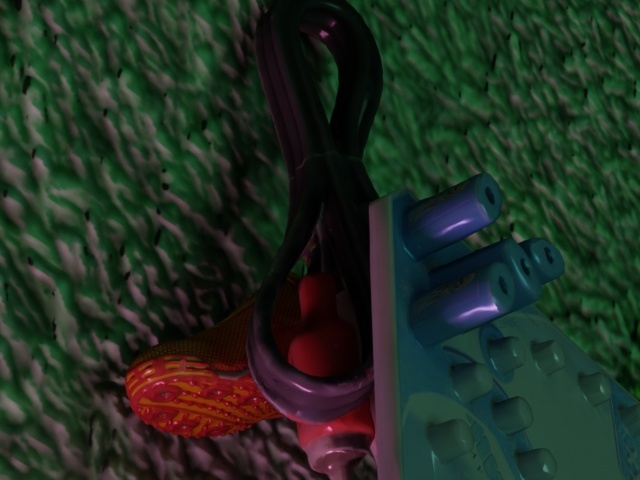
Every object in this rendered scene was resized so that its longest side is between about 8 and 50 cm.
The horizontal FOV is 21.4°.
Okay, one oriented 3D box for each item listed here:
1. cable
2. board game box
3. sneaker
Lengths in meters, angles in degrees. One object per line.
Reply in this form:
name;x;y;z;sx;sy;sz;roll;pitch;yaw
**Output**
cable;0.000;0.000;0.770;0.139;0.072;0.287;3;48;-33
board game box;0.157;0.214;0.679;0.390;0.050;0.390;40;36;-39
sneaker;-0.030;0.049;0.775;0.175;0.064;0.067;-3;67;-55
